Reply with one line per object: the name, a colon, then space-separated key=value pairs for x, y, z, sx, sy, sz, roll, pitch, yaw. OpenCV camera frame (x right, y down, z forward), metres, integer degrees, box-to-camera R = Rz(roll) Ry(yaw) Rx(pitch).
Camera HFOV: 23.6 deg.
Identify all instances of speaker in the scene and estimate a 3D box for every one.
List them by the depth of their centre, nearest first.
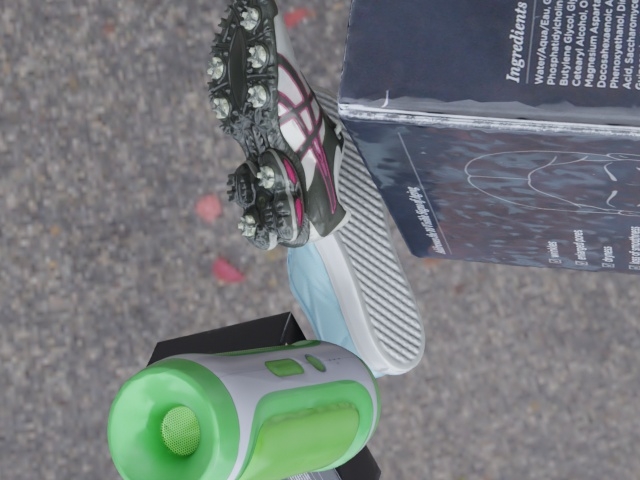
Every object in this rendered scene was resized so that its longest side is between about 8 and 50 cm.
speaker: x=-0.058 y=0.155 z=1.348 sx=0.131 sy=0.131 sz=0.296 roll=-34 pitch=165 yaw=23

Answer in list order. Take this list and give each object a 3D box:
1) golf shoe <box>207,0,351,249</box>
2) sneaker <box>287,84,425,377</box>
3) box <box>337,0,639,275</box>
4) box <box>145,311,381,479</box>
golf shoe: x=-0.042 y=-0.128 z=1.607 sx=0.120 sy=0.273 sz=0.105 roll=-8 pitch=-178 yaw=-41
sneaker: x=0.000 y=0.000 z=1.869 sx=0.150 sy=0.366 sz=0.135 roll=-22 pitch=170 yaw=42
box: x=0.300 y=-0.158 z=1.522 sx=0.472 sy=0.297 sz=0.480 roll=3 pitch=165 yaw=12
box: x=-0.068 y=0.225 z=1.777 sx=0.184 sy=0.103 sz=0.261 roll=-15 pitch=121 yaw=22
